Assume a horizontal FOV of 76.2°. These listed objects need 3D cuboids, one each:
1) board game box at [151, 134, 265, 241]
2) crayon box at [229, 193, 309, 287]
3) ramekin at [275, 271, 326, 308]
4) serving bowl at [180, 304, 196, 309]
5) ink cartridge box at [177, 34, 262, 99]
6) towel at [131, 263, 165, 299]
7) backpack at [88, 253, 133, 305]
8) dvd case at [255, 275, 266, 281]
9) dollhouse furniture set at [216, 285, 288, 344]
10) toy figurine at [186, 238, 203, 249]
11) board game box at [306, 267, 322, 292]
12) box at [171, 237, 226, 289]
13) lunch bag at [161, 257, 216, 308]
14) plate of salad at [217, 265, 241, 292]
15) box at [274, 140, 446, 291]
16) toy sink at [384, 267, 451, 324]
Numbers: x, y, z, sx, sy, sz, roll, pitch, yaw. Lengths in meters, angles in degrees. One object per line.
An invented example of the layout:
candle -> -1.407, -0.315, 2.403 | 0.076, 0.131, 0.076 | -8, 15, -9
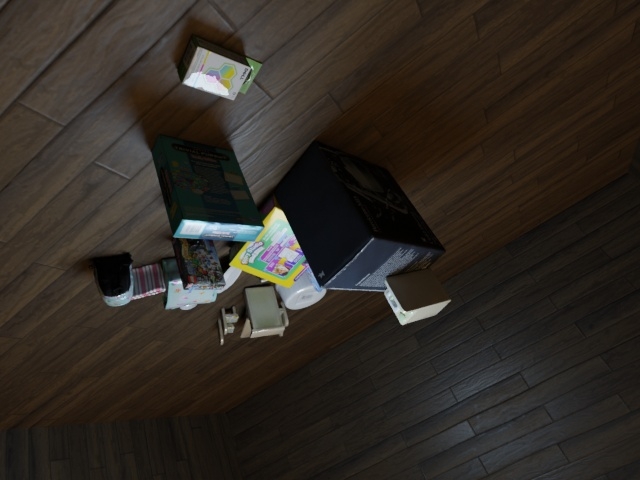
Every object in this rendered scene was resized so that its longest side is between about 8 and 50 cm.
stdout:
board game box -> -0.341, -0.153, 1.228 | 0.254, 0.335, 0.079 | 5, 138, -41
crayon box -> -0.167, 0.015, 1.752 | 0.313, 0.106, 0.363 | 26, 122, -28
ramekin -> -0.101, 0.267, 2.276 | 0.278, 0.135, 0.277 | -19, 150, -11
serving bowl -> -0.657, 0.310, 2.027 | 0.084, 0.027, 0.083 | -19, 149, -12
ink cartridge box -> -0.260, -0.450, 1.097 | 0.210, 0.062, 0.109 | 5, 138, -42
towel -> -0.730, 0.166, 1.630 | 0.197, 0.144, 0.029 | -14, 142, -20
backpack -> -0.770, 0.153, 1.540 | 0.152, 0.181, 0.115 | -14, 148, -21
dvd case -> -0.205, 0.154, 2.031 | 0.222, 0.018, 0.165 | -17, -169, -17
dollhouse furniture set -> -0.348, 0.466, 2.243 | 0.363, 0.256, 0.394 | -2, 143, -24
toy figurine -> -0.419, -0.081, 1.476 | 0.210, 0.148, 0.213 | -19, 158, -1
board game box -> -0.002, 0.147, 2.119 | 0.160, 0.039, 0.211 | -53, 140, -28
box -> -0.478, 0.086, 1.604 | 0.159, 0.232, 0.044 | 6, 138, -43
lunch bag -> -0.572, 0.195, 1.783 | 0.224, 0.160, 0.262 | -8, 140, -29
plate of salad -> -0.422, 0.157, 1.890 | 0.199, 0.048, 0.200 | -53, 171, -12
box -> 0.148, -0.072, 1.586 | 0.472, 0.479, 0.297 | 7, 135, -45
toy sink -> 0.343, 0.219, 1.558 | 0.235, 0.152, 0.131 | -9, 145, -30
